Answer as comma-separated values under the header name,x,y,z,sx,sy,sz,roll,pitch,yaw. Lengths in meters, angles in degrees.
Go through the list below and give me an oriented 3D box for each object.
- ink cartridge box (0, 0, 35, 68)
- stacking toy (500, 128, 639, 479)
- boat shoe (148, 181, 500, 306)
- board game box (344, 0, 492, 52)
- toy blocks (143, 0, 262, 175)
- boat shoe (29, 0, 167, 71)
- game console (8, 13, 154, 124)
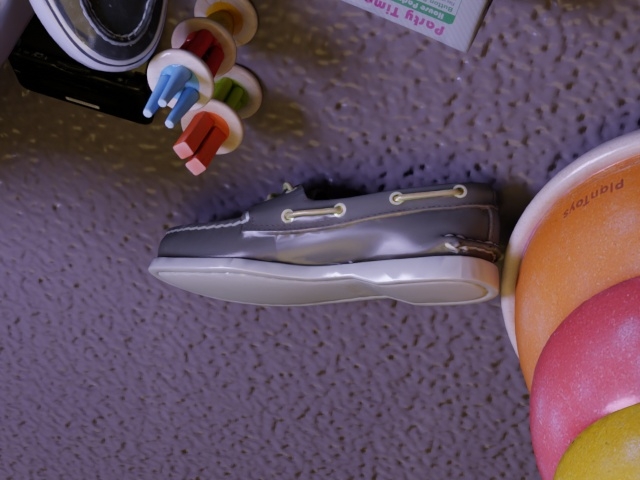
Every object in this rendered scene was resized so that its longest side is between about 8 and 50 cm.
name,x,y,z,sx,sy,sz,roll,pitch,yaw
ink cartridge box,-0.359,-0.151,1.046,0.223,0.307,0.129,29,170,-4
stacking toy,0.257,0.173,0.968,0.350,0.480,0.350,11,130,13
boat shoe,0.002,0.001,1.186,0.305,0.091,0.109,-1,164,23
board game box,0.051,-0.300,0.923,0.224,0.097,0.303,23,130,3
toy blocks,-0.093,-0.106,1.096,0.054,0.148,0.123,9,129,14
boat shoe,-0.146,-0.260,0.968,0.105,0.113,0.306,28,123,57
game console,-0.189,-0.160,1.179,0.122,0.071,0.107,17,161,7
